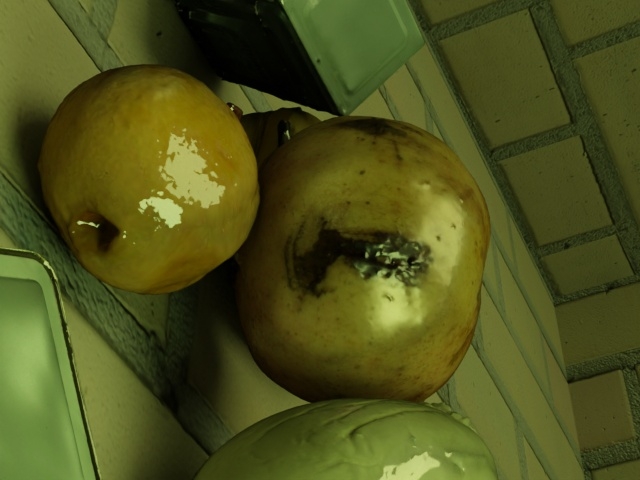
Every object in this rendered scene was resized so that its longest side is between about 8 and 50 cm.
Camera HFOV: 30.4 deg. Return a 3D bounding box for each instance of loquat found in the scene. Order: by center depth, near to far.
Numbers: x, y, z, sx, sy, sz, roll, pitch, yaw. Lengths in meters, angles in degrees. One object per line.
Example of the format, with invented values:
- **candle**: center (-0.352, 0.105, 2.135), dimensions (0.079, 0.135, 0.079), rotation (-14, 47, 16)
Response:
- **loquat**: center (-0.168, -0.061, 1.144), dimensions (0.238, 0.193, 0.238), rotation (26, 49, -35)

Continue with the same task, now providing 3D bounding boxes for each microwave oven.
- **microwave oven**: center (-0.051, -0.306, 1.543), dimensions (0.295, 0.181, 0.237), rotation (25, -28, 48)

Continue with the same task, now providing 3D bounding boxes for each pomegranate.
- **pomegranate**: center (0.042, 0.024, 1.256), dimensions (0.322, 0.322, 0.322), rotation (-18, 90, -72)

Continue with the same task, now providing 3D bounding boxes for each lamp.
- **lamp**: center (-0.225, 0.126, 0.729), dimensions (0.269, 0.047, 0.266), rotation (16, 55, -69)

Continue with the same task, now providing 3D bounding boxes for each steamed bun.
- **steamed bun**: center (-0.009, 0.287, 1.119), dimensions (0.312, 0.334, 0.233), rotation (17, 11, -47)

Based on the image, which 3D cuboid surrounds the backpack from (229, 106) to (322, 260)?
- **backpack**: center (-0.005, 0.004, 1.549), dimensions (0.378, 0.201, 0.353), rotation (49, 28, -47)
